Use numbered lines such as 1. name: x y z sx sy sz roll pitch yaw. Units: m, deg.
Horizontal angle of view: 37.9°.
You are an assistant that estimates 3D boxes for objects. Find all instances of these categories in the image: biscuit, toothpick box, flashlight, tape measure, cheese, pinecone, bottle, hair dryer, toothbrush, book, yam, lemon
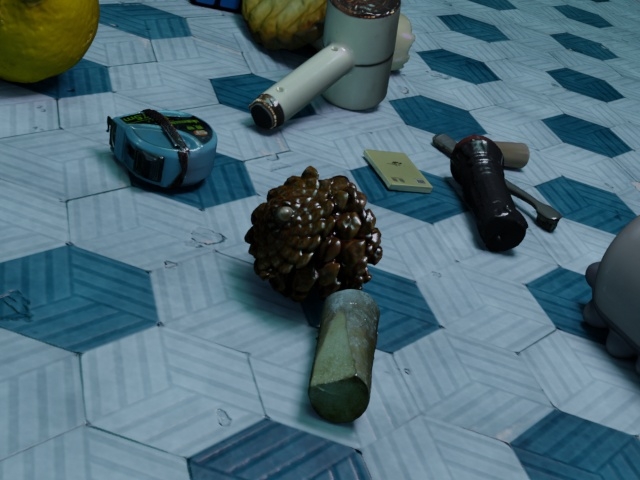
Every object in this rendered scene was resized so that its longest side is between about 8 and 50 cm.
1. biscuit: -0.025 -0.503 1.818 0.335 0.329 0.078 9 -24 44
2. toothpick box: 0.470 0.089 1.151 0.229 0.229 0.316 -2 33 -31
3. flashlight: 0.254 -0.070 1.418 0.093 0.093 0.232 11 35 -11
4. tape measure: -0.206 -0.130 1.268 0.125 0.081 0.146 -12 41 -36
5. cheese: 0.083 -0.444 1.912 0.233 0.127 0.266 9 33 -20
6. pinecone: 0.000 0.000 1.095 0.174 0.173 0.173 13 30 -8
7. bottle: 0.311 -0.151 1.616 0.097 0.045 0.045 4 32 -20
8. hair dryer: -0.002 -0.277 1.559 0.128 0.203 0.362 31 51 21
9. toothbrush: 0.284 -0.102 1.537 0.030 0.030 0.297 -16 41 -31
10. book: 0.121 -0.110 1.476 0.077 0.014 0.111 4 33 -26
11. yam: 0.025 0.116 0.990 0.068 0.068 0.169 17 28 -2
12. lemon: -0.451 -0.353 1.374 0.228 0.228 0.253 -15 41 -43

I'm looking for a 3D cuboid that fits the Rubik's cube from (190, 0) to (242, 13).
1. Rubik's cube: -0.186 -0.582 1.963 0.162 0.160 0.163 9 31 -16
